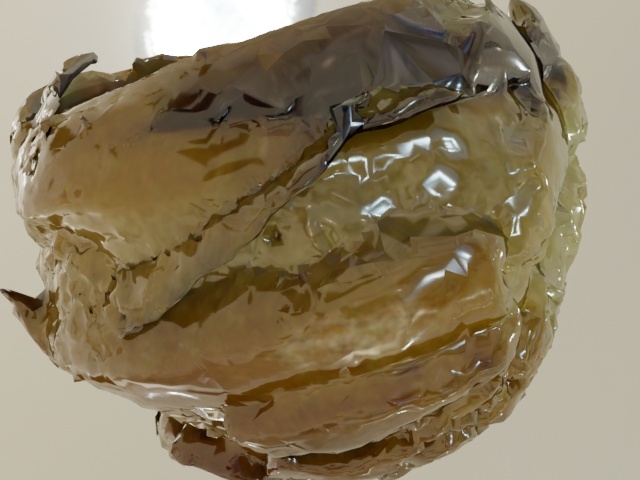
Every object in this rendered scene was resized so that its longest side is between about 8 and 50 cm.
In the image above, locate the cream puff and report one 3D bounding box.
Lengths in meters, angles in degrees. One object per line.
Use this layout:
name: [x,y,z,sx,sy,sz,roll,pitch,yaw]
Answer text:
cream puff: [0.000,0.000,0.364,0.119,0.133,0.104,-14,-92,43]
